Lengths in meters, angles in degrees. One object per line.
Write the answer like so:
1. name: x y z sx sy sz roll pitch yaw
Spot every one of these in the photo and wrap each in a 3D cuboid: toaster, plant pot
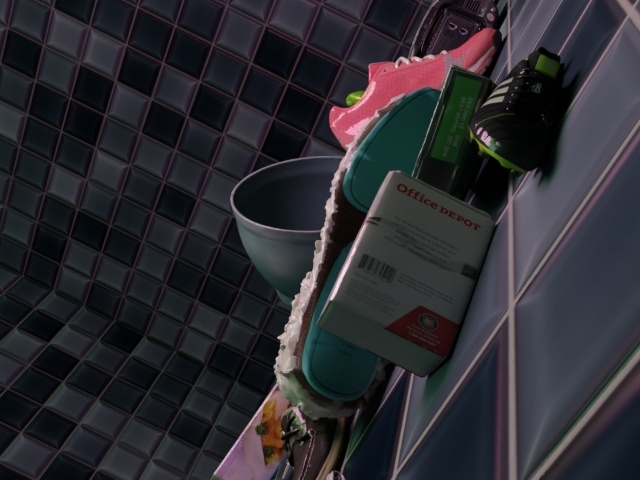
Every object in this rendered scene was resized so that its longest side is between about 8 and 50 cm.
1. toaster: 0.240 -0.356 1.462 0.146 0.129 0.227 -5 -60 -86
2. plant pot: 0.000 0.000 1.343 0.293 0.293 0.196 -64 -25 -58

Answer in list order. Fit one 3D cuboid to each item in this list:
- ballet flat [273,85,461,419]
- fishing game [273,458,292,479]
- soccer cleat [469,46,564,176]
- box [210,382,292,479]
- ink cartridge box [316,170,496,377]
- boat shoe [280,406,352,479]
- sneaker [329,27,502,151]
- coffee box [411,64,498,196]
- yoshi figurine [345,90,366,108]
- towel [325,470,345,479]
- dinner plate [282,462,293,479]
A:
1. ballet flat: 0.049 0.006 0.868 0.409 0.147 0.147 -63 0 -23
2. fishing game: -0.029 0.289 0.988 0.189 0.041 0.264 111 -176 -64
3. soccer cleat: 0.160 -0.108 0.611 0.072 0.060 0.179 -62 -2 32
4. box: -0.026 0.197 1.023 0.324 0.063 0.067 -53 -4 -28
5. ink cartridge box: 0.070 0.025 0.624 0.135 0.099 0.056 -63 -1 -30
6. boat shoe: -0.011 0.213 0.866 0.080 0.073 0.223 -64 0 34
7. sneaker: 0.145 -0.249 1.225 0.314 0.136 0.116 -40 1 5
8. coffee box: 0.137 -0.102 0.744 0.184 0.040 0.113 -16 -53 -72
9. yoshi figurine: 0.129 -0.215 1.565 0.362 0.203 0.204 -41 -31 -62
10. towel: -0.014 0.290 0.681 0.113 0.023 0.152 -44 -22 -85
11. dinner plate: -0.031 0.305 1.139 0.141 0.017 0.141 23 -90 -86
